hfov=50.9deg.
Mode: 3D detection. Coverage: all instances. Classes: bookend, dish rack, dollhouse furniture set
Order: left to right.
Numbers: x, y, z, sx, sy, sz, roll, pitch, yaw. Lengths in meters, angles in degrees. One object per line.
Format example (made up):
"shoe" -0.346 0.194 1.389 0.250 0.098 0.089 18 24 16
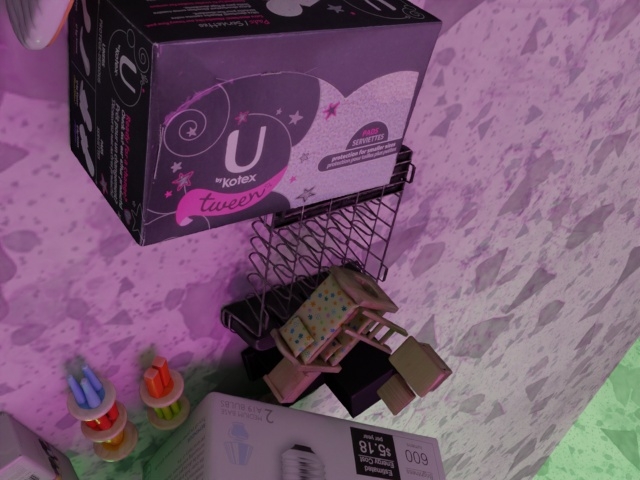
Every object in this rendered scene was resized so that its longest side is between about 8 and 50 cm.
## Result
"dish rack" 0.000 0.000 0.778 0.208 0.074 0.272 -19 137 -33
"bookend" 0.005 0.178 0.890 0.156 0.157 0.072 -30 143 -20
"dollhouse furniture set" 0.020 0.150 0.746 0.182 0.161 0.101 -49 149 13

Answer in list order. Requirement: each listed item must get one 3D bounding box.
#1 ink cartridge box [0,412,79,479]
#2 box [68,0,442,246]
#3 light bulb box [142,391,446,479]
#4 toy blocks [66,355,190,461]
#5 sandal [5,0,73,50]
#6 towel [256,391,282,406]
"ink cartridge box" -0.333 0.273 0.731 0.104 0.061 0.181 -34 144 -14
"box" -0.053 -0.118 0.533 0.247 0.142 0.163 -15 136 -34
"light bulb box" -0.023 0.422 0.808 0.358 0.361 0.225 18 132 -26
"toy blocks" -0.214 0.172 0.752 0.123 0.054 0.148 -28 142 -21
"sandal" -0.119 -0.232 0.397 0.076 0.102 0.265 -3 137 -45
"towel" -0.058 0.228 0.966 0.148 0.027 0.110 -26 165 -21
